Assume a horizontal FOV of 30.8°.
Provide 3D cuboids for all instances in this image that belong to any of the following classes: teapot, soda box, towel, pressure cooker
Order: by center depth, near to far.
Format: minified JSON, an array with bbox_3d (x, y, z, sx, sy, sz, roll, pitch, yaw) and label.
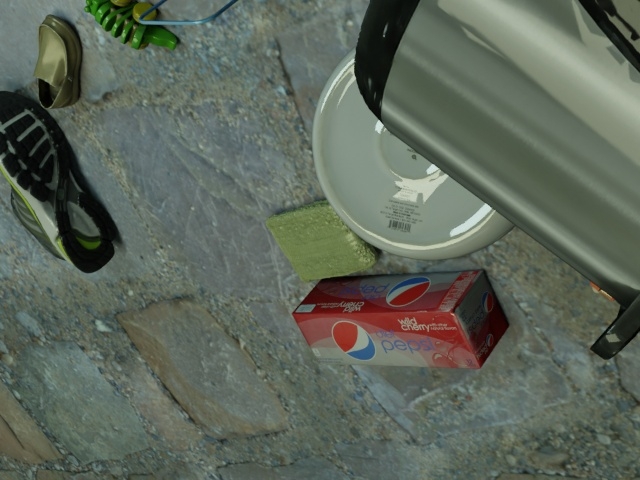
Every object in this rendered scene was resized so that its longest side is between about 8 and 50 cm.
[{"bbox_3d":[0.287,-0.134,0.853,0.420,0.375,0.369,39,131,11],"label":"pressure cooker"},{"bbox_3d":[0.130,-0.102,1.173,0.253,0.187,0.256,-35,82,24],"label":"teapot"},{"bbox_3d":[0.096,0.101,1.458,0.263,0.083,0.092,-4,122,43],"label":"soda box"},{"bbox_3d":[0.000,0.000,1.490,0.148,0.027,0.110,-15,114,48],"label":"towel"}]

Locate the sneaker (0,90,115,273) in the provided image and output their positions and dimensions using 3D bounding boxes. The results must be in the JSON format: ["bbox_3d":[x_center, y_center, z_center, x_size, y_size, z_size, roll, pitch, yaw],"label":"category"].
[{"bbox_3d":[-0.422,-0.081,1.709,0.121,0.111,0.299,2,124,44],"label":"sneaker"}]

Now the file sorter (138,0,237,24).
[{"bbox_3d":[-0.159,-0.329,1.259,0.118,0.104,0.170,9,131,35],"label":"file sorter"}]

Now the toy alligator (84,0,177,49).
[{"bbox_3d":[-0.261,-0.284,1.426,0.190,0.051,0.056,37,141,6],"label":"toy alligator"}]

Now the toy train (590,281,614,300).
[{"bbox_3d":[0.286,0.000,1.236,0.166,0.046,0.125,43,141,-2],"label":"toy train"}]

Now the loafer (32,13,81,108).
[{"bbox_3d":[-0.353,-0.232,1.552,0.056,0.050,0.148,24,138,21],"label":"loafer"}]
